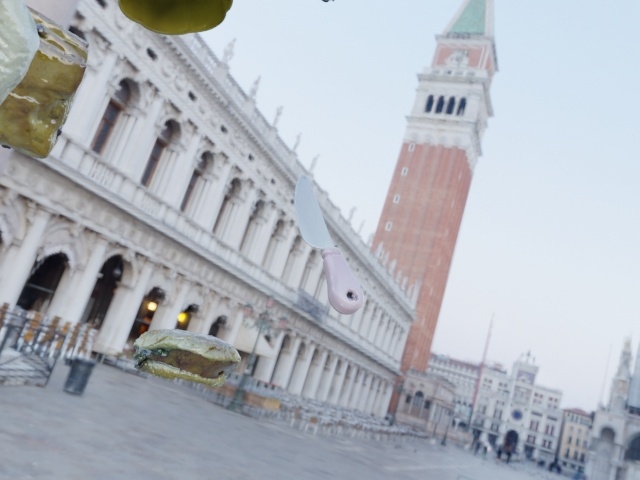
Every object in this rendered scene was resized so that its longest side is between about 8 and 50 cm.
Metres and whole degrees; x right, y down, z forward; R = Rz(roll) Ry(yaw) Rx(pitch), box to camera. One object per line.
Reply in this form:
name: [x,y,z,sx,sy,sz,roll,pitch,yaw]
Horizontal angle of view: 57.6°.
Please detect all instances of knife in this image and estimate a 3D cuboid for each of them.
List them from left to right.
knife: [-0.002,0.001,1.184,0.081,0.336,0.043,-2,-35,-35]

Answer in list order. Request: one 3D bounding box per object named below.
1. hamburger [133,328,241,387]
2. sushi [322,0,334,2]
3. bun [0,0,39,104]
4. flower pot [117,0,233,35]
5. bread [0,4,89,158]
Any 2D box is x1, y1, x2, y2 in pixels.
hamburger: [-0.342,0.317,1.566,0.211,0.132,0.309,-2,-20,36]
sushi: [0.071,-0.640,1.234,0.291,0.131,0.139,-32,-16,32]
bun: [-0.438,-0.233,0.632,0.231,0.231,0.133,28,2,-36]
flower pot: [-0.254,-0.486,1.009,0.195,0.179,0.195,-6,-13,-1]
bread: [-0.784,-0.425,1.511,0.314,0.370,0.191,27,-4,-35]
